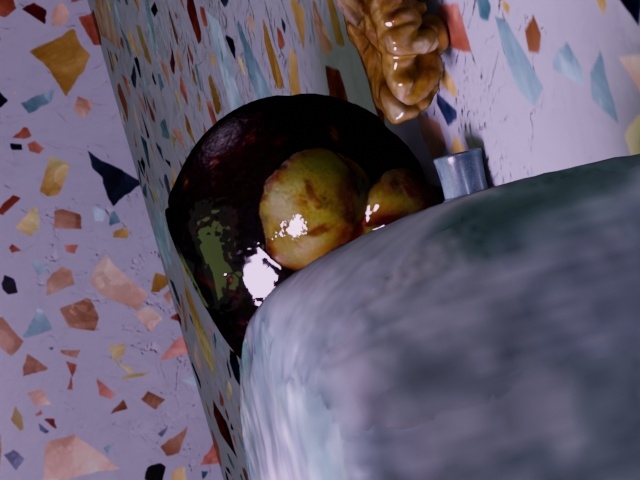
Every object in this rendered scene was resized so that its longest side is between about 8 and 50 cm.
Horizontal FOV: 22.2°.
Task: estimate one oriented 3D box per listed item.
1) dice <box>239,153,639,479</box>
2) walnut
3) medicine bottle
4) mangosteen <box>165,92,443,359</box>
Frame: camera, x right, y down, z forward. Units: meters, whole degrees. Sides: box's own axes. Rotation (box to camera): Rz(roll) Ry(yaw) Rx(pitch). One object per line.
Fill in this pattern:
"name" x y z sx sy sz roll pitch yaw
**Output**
"dice" 0.156 0.156 0.863 0.328 0.348 0.330 115 143 -70
"walnut" 0.061 -0.185 1.391 0.143 0.069 0.170 100 152 -64
"medicine bottle" 0.138 0.029 1.361 0.090 0.053 0.209 164 93 -79
"mangosteen" -0.004 0.001 1.462 0.287 0.233 0.288 -22 -90 -89
